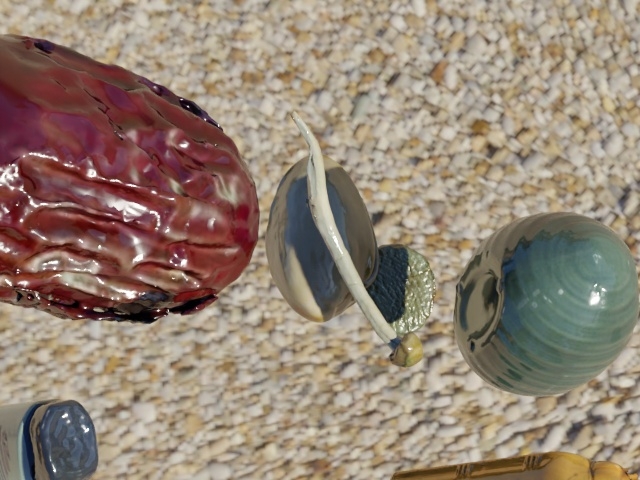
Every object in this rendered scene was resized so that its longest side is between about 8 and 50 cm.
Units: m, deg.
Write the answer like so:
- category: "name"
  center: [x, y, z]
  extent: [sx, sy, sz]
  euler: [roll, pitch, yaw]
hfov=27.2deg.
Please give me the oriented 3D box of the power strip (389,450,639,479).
- category: "power strip"
  center: [0.120, 0.162, 0.852]
  extent: [0.178, 0.049, 0.028]
  euler: [-14, 48, 33]

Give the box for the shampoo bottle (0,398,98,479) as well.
- category: "shampoo bottle"
  center: [-0.390, 0.270, 1.626]
  extent: [0.359, 0.078, 0.134]
  euler: [-14, 84, 49]

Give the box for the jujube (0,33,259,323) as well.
- category: "jujube"
  center: [-0.246, -0.054, 1.240]
  extent: [0.258, 0.376, 0.258]
  euler: [-30, 49, 42]

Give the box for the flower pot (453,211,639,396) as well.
- category: "flower pot"
  center: [0.238, 0.069, 1.422]
  extent: [0.157, 0.243, 0.189]
  euler: [0, 63, -18]

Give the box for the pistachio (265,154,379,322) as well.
- category: "pistachio"
  center: [0.000, 0.000, 1.687]
  extent: [0.144, 0.144, 0.215]
  euler: [-14, 65, 18]

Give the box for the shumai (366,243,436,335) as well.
- category: "shumai"
  center: [0.101, 0.070, 1.758]
  extent: [0.099, 0.087, 0.124]
  euler: [3, 78, -1]

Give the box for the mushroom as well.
- category: "mushroom"
  center: [0.027, 0.002, 1.422]
  extent: [0.068, 0.043, 0.306]
  euler: [-20, 101, 39]
